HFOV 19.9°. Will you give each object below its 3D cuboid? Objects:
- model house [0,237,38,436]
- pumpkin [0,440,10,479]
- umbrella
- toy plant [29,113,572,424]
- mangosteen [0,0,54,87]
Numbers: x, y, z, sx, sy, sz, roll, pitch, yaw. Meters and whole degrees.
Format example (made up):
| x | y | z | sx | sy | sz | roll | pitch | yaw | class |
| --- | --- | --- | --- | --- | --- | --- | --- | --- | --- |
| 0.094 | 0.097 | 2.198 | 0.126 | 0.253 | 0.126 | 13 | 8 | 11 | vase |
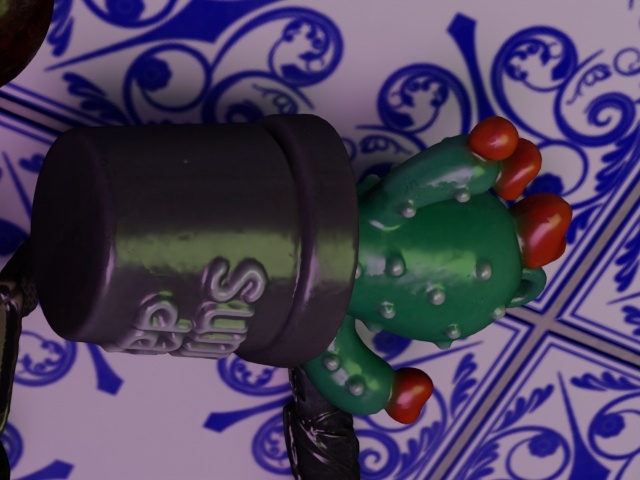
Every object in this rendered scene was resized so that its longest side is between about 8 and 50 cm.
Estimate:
| x | y | z | sx | sy | sz | roll | pitch | yaw | class |
| --- | --- | --- | --- | --- | --- | --- | --- | --- | --- |
| -0.303 | 0.032 | 1.281 | 0.205 | 0.278 | 0.218 | -3 | 127 | 31 | model house |
| -0.324 | 0.202 | 1.432 | 0.167 | 0.167 | 0.125 | -38 | 94 | 16 | pumpkin |
| 0.009 | 0.188 | 1.524 | 0.066 | 0.059 | 0.235 | -21 | 123 | -19 | umbrella |
| -0.003 | 0.012 | 1.340 | 0.400 | 0.185 | 0.279 | 2 | 110 | -29 | toy plant |
| -0.268 | -0.160 | 1.187 | 0.200 | 0.200 | 0.200 | -3 | 123 | -5 | mangosteen |
